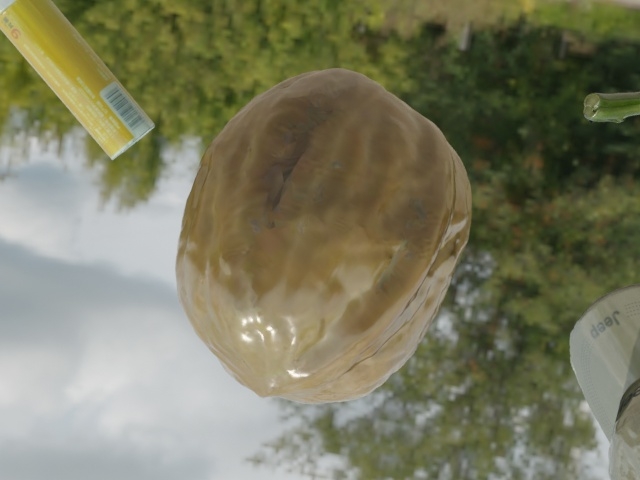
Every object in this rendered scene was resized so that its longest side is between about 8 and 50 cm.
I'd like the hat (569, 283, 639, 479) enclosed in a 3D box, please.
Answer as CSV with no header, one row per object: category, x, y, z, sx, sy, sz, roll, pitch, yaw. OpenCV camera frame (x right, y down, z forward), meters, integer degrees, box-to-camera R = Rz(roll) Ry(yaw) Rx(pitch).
hat,0.382,0.188,1.661,0.244,0.214,0.149,49,-148,16

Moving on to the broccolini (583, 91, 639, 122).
broccolini,0.338,-0.159,1.109,0.271,0.123,0.062,-22,-129,-13

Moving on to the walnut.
walnut,0.000,0.000,1.034,0.225,0.261,0.225,15,157,7

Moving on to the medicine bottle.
medicine bottle,-0.271,-0.188,1.466,0.218,0.074,0.074,51,-174,-7
